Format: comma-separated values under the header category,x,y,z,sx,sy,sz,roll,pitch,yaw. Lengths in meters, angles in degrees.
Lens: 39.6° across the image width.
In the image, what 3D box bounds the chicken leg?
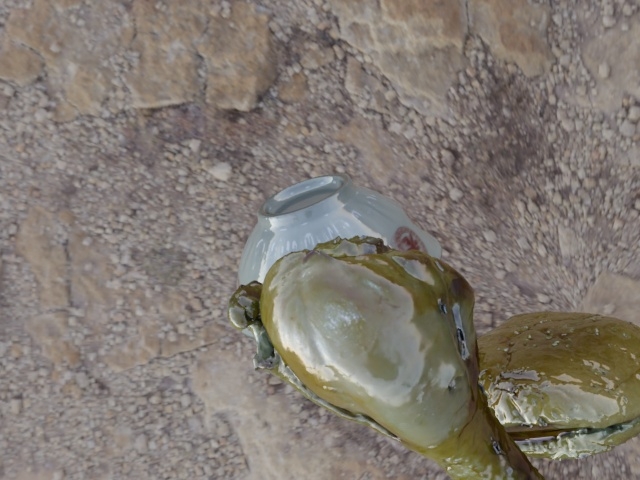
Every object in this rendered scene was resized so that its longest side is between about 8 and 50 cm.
category,x,y,z,sx,sy,sz,roll,pitch,yaw
chicken leg,0.107,0.162,0.857,0.201,0.153,0.429,-44,111,-17

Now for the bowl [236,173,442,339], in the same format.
category,x,y,z,sx,sy,sz,roll,pitch,yaw
bowl,0.000,0.000,1.331,0.337,0.337,0.157,-17,109,14

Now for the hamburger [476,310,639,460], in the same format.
category,x,y,z,sx,sy,sz,roll,pitch,yaw
hamburger,0.297,0.171,1.132,0.265,0.285,0.134,-10,104,47
